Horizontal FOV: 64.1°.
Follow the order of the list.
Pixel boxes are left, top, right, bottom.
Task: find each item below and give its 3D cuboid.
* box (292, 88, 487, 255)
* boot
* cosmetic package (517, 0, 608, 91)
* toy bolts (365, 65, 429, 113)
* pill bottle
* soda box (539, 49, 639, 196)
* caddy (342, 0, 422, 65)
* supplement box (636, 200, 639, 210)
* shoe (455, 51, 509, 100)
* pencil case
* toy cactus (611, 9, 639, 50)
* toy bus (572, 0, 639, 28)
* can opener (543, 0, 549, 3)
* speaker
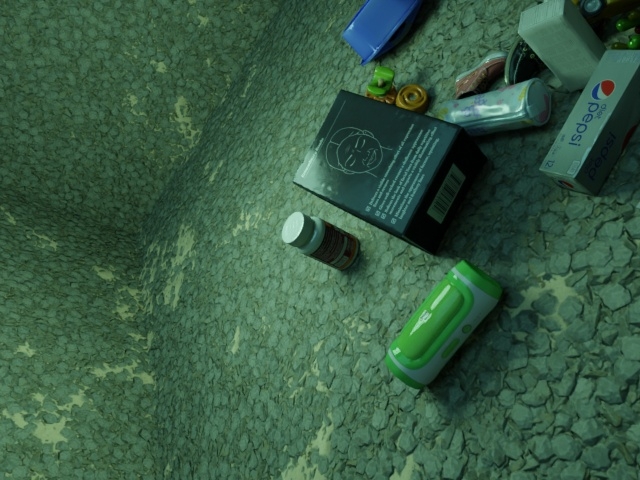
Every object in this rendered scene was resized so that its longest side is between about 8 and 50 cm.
[{"bbox_3d":[0.175,-0.186,1.359,0.396,0.212,0.293,30,94,36],"label":"box"},{"bbox_3d":[0.563,-0.468,1.238,0.179,0.085,0.236,19,84,53],"label":"boot"},{"bbox_3d":[0.537,-0.420,1.104,0.099,0.239,0.060,-3,66,51],"label":"cosmetic package"},{"bbox_3d":[0.219,-0.401,1.644,0.218,0.158,0.228,26,77,16],"label":"toy bolts"},{"bbox_3d":[0.000,0.000,1.551,0.121,0.221,0.121,-30,47,39],"label":"pill bottle"},{"bbox_3d":[0.582,-0.242,1.058,0.286,0.098,0.091,-61,34,3],"label":"soda box"},{"bbox_3d":[0.230,-0.776,1.792,0.341,0.179,0.241,-47,14,23],"label":"caddy"},{"bbox_3d":[0.675,-0.128,0.866,0.239,0.073,0.130,-59,21,8],"label":"supplement box"},{"bbox_3d":[0.443,-0.439,1.398,0.178,0.064,0.081,-20,55,52],"label":"shoe"},{"bbox_3d":[0.429,-0.321,1.281,0.273,0.124,0.113,-1,110,50],"label":"pencil case"},{"bbox_3d":[0.708,-0.427,1.022,0.181,0.112,0.219,-32,23,6],"label":"toy cactus"},{"bbox_3d":[0.669,-0.553,1.042,0.333,0.108,0.130,-13,90,28],"label":"toy bus"},{"bbox_3d":[0.606,-0.744,1.312,0.093,0.074,0.280,1,84,9],"label":"can opener"},{"bbox_3d":[0.276,0.191,1.158,0.296,0.131,0.131,-55,36,13],"label":"speaker"}]
